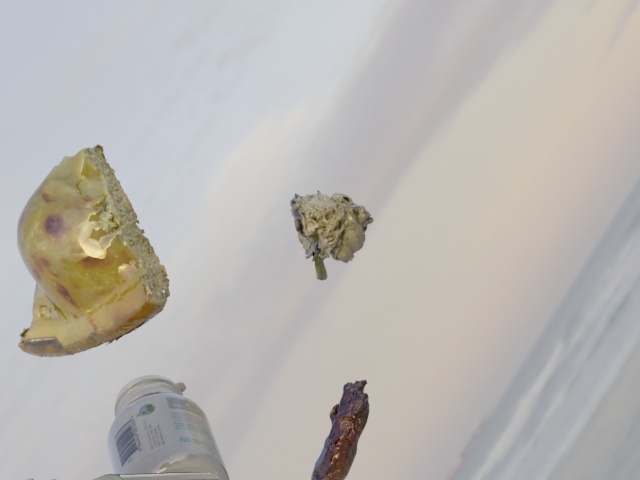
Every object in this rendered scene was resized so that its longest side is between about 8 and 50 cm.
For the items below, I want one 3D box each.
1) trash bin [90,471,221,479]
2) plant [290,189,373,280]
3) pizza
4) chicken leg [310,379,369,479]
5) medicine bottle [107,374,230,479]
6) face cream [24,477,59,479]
[{"bbox_3d":[-0.180,0.282,1.205,0.164,0.122,0.240,-23,-12,13],"label":"trash bin"},{"bbox_3d":[0.000,0.000,1.592,0.116,0.104,0.122,-29,-42,-56],"label":"plant"},{"bbox_3d":[-0.253,0.025,1.301,0.204,0.188,0.081,-35,-20,34],"label":"pizza"},{"bbox_3d":[0.022,0.300,1.912,0.089,0.048,0.219,-163,93,-77],"label":"chicken leg"},{"bbox_3d":[-0.199,0.266,1.698,0.135,0.135,0.215,-62,29,20],"label":"medicine bottle"},{"bbox_3d":[-0.128,0.172,0.665,0.101,0.252,0.101,-161,90,-77],"label":"face cream"}]
